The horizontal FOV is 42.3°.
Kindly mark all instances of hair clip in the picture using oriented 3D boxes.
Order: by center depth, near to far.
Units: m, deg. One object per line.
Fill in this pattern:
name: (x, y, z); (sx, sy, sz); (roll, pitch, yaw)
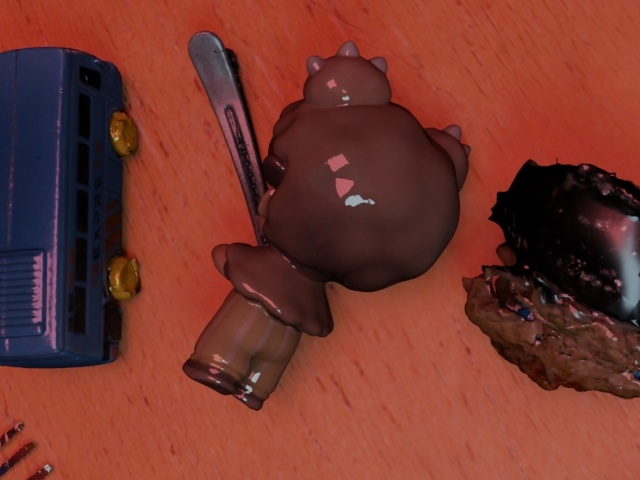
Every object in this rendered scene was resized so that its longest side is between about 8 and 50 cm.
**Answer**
hair clip: (-0.093, -0.115, 0.999); (0.048, 0.083, 0.275); (-19, 84, 4)

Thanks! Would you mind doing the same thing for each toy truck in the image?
toy truck: (-0.319, -0.043, 0.984); (0.161, 0.162, 0.384); (-4, 79, 15)

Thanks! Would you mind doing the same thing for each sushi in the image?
sushi: (0.259, 0.049, 0.805); (0.238, 0.225, 0.218); (31, 99, 49)

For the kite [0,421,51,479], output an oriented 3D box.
kite: (-0.440, 0.331, 1.024); (0.245, 0.015, 0.141); (-42, 76, 5)

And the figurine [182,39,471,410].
figurine: (-0.001, 0.001, 0.866); (0.380, 0.248, 0.203); (-55, 32, 1)
